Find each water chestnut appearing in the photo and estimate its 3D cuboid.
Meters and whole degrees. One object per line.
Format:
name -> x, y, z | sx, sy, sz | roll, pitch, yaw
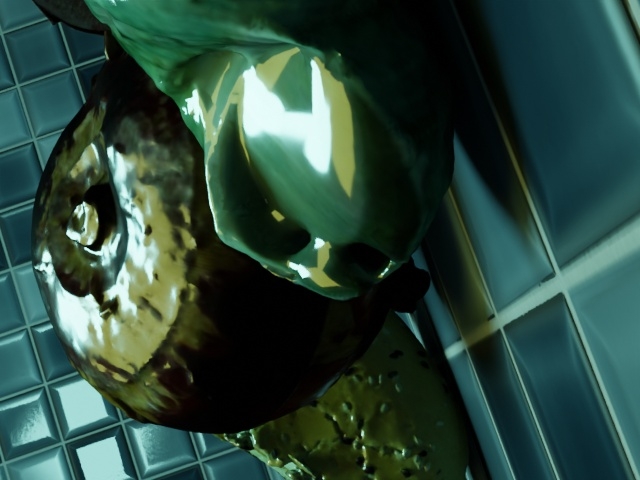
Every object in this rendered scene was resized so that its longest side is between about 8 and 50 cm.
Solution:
water chestnut -> -0.041, -0.014, 0.723 | 0.300, 0.300, 0.300 | 161, 90, -88

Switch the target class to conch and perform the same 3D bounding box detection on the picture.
conch -> -0.016, -0.101, 0.460 | 0.196, 0.134, 0.202 | 23, 144, 27

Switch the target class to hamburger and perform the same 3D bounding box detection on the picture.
hamburger -> 0.022, 0.145, 0.938 | 0.288, 0.192, 0.167 | 29, 174, 11

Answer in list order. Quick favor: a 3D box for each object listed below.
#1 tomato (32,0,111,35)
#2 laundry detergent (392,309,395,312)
tomato -> -0.129, -0.247, 0.683 | 0.085, 0.225, 0.225 | 39, 159, 36
laundry detergent -> 0.016, -0.021, 1.073 | 0.099, 0.070, 0.225 | 99, 157, -51
